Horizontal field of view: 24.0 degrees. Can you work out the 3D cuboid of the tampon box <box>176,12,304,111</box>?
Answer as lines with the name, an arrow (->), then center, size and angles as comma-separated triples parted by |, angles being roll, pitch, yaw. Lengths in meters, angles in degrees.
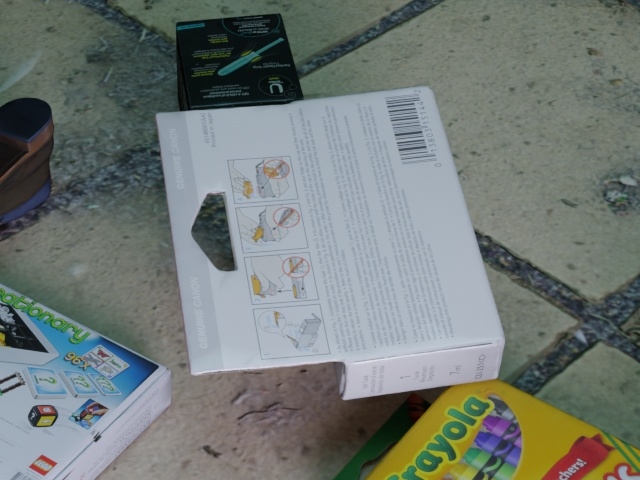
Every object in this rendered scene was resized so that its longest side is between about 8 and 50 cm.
tampon box -> -0.089, -0.155, 1.620 | 0.120, 0.101, 0.161 | -5, 42, -8

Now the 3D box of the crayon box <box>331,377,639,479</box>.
crayon box -> 0.156, 0.226, 1.208 | 0.318, 0.081, 0.202 | 25, 46, 25

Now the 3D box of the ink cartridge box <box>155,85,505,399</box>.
ink cartridge box -> 0.000, 0.000, 1.319 | 0.261, 0.066, 0.296 | -6, 52, -7

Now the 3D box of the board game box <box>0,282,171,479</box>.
board game box -> -0.310, 0.122, 1.325 | 0.305, 0.053, 0.193 | 24, 44, 23

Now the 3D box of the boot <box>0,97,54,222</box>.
boot -> -0.334, -0.039, 1.481 | 0.082, 0.106, 0.219 | 25, 50, 25
